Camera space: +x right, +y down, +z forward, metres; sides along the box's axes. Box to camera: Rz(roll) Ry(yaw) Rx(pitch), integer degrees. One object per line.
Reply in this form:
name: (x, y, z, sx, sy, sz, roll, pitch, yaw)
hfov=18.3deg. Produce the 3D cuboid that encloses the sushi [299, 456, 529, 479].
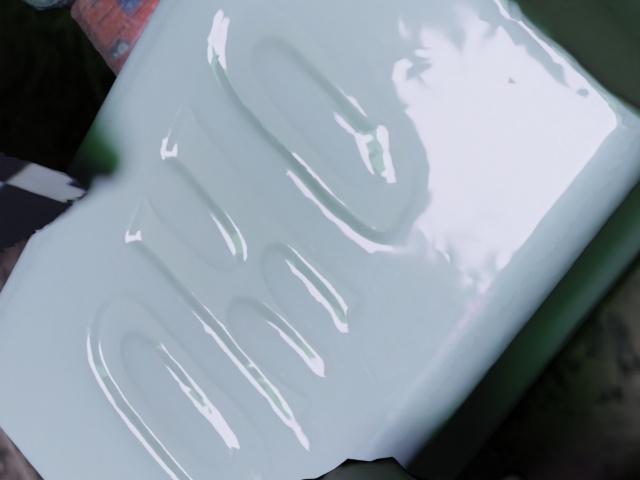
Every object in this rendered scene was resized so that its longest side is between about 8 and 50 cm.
sushi: (0.078, 0.225, 0.561, 0.348, 0.234, 0.207, 48, 147, 23)

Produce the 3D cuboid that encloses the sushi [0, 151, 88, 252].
sushi: (-0.299, -0.048, 0.711, 0.359, 0.343, 0.064, -29, 47, 56)

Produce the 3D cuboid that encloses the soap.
soap: (0.000, 0.000, 0.648, 0.160, 0.087, 0.265, 47, 127, 17)

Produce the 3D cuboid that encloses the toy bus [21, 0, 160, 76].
toy bus: (-0.093, -0.145, 0.693, 0.077, 0.065, 0.192, -46, 75, 30)
